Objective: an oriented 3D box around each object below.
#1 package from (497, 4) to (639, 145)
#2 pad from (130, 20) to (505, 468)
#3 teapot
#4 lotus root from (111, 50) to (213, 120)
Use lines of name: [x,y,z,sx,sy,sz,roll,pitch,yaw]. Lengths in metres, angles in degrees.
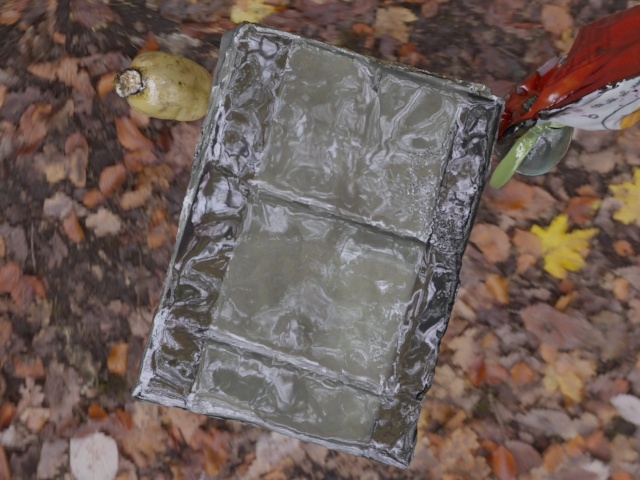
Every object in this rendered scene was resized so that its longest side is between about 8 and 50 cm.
package: [0.225,-0.127,0.734,0.269,0.194,0.071,-28,98,26]
pad: [0.000,0.000,0.685,0.174,0.022,0.233,16,85,-8]
teapot: [0.241,-0.118,1.310,0.092,0.091,0.124,11,61,-9]
lotus root: [-0.165,-0.166,1.274,0.152,0.063,0.072,-1,111,-47]
